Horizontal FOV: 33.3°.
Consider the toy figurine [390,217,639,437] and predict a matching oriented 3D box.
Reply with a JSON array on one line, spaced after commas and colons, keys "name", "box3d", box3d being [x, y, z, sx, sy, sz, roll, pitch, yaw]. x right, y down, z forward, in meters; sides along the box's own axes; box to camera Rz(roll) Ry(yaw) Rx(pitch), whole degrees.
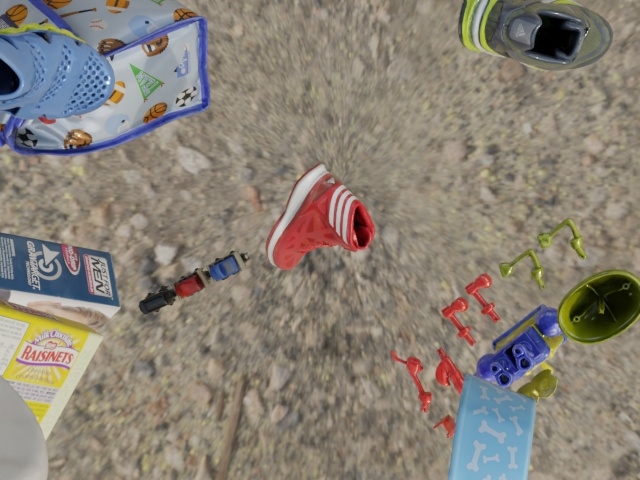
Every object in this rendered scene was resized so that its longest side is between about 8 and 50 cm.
[{"name": "toy figurine", "box3d": [0.305, 0.122, 1.584, 0.362, 0.217, 0.191, -43, 81, 20]}]

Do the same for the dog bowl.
[{"name": "dog bowl", "box3d": [0.173, 0.251, 1.101, 0.074, 0.297, 0.166, 8, 60, 11]}]

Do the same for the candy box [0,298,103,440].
[{"name": "candy box", "box3d": [-0.219, 0.081, 0.637, 0.027, 0.206, 0.105, 26, 87, 28]}]

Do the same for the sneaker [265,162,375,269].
[{"name": "sneaker", "box3d": [0.000, 0.000, 1.571, 0.128, 0.221, 0.087, 41, 55, 15]}]

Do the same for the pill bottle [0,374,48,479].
[{"name": "pill bottle", "box3d": [-0.259, 0.191, 0.486, 0.169, 0.169, 0.301, 29, 103, -1]}]

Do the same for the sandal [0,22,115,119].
[{"name": "sandal", "box3d": [-0.379, -0.198, 1.262, 0.138, 0.317, 0.126, 35, 114, 42]}]

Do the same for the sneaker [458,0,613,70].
[{"name": "sneaker", "box3d": [0.321, -0.276, 1.470, 0.121, 0.300, 0.111, 31, 116, 40]}]

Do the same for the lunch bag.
[{"name": "lunch bag", "box3d": [-0.432, -0.315, 1.802, 0.385, 0.239, 0.328, -28, 51, -27]}]

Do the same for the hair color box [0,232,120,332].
[{"name": "hair color box", "box3d": [-0.482, 0.076, 1.526, 0.174, 0.347, 0.105, -43, 51, 35]}]

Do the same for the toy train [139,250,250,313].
[{"name": "toy train", "box3d": [-0.149, 0.050, 1.244, 0.158, 0.036, 0.027, -26, 92, 24]}]
